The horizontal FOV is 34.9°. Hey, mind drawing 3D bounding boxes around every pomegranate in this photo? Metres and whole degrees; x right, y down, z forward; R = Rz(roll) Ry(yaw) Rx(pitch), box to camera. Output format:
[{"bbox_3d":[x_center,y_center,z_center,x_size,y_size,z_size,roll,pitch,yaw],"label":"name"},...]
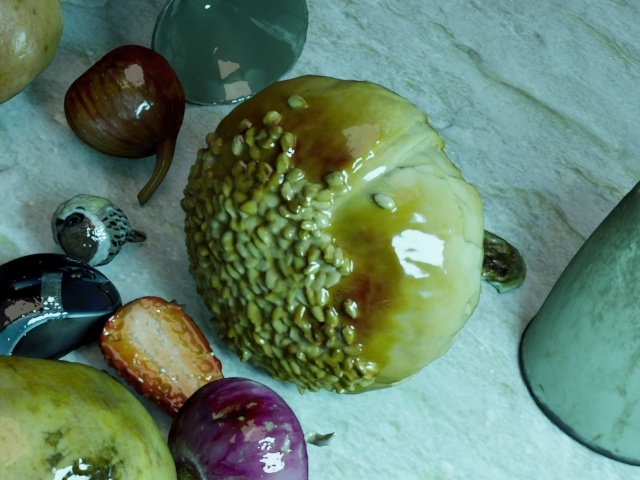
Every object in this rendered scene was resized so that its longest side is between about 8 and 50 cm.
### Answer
[{"bbox_3d":[-0.537,-0.360,1.471,0.338,0.338,0.338,10,42,-9],"label":"pomegranate"},{"bbox_3d":[-0.287,0.240,0.929,0.322,0.322,0.322,10,42,-9],"label":"pomegranate"}]

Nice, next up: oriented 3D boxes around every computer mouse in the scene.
[{"bbox_3d":[-0.352,0.082,1.229,0.233,0.096,0.137,-28,58,-37],"label":"computer mouse"}]

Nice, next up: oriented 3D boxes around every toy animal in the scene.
[{"bbox_3d":[-0.289,-0.004,1.353,0.137,0.098,0.098,22,37,-29],"label":"toy animal"}]

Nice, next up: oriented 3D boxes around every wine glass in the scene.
[{"bbox_3d":[-0.223,-0.446,1.731,0.267,0.267,0.406,-9,45,-27],"label":"wine glass"}]

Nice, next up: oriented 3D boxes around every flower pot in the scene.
[{"bbox_3d":[0.448,0.085,1.325,0.294,0.330,0.293,8,43,-8],"label":"flower pot"}]

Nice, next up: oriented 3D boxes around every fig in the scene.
[{"bbox_3d":[-0.264,-0.179,1.505,0.207,0.175,0.175,46,47,8],"label":"fig"}]

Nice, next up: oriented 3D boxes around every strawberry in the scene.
[{"bbox_3d":[-0.190,0.155,1.227,0.121,0.082,0.188,-27,71,-31],"label":"strawberry"}]

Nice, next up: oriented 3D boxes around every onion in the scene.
[{"bbox_3d":[-0.087,0.235,1.098,0.177,0.177,0.153,34,22,18],"label":"onion"}]

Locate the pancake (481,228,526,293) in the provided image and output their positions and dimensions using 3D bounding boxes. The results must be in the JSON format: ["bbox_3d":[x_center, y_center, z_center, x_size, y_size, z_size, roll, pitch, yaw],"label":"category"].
[{"bbox_3d":[0.256,0.025,1.552,0.130,0.022,0.116,32,44,9],"label":"pancake"}]

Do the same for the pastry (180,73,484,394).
[{"bbox_3d":[0.000,0.000,1.240,0.409,0.409,0.245,42,37,25],"label":"pastry"}]
